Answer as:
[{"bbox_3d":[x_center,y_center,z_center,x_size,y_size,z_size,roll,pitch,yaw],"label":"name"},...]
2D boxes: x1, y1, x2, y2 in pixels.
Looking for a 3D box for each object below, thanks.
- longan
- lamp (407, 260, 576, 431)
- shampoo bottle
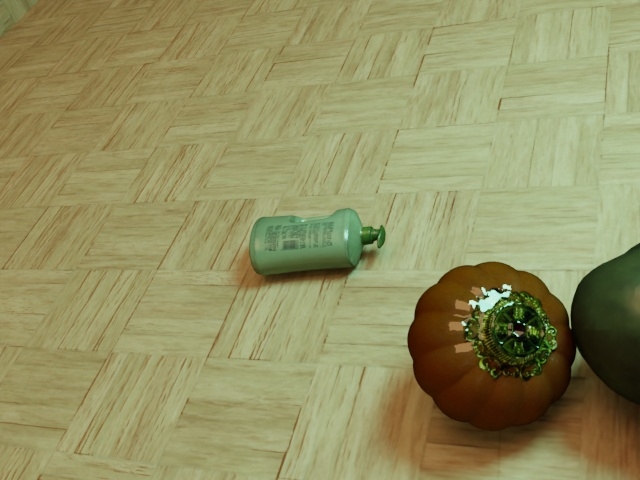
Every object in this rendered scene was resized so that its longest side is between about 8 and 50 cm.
[{"bbox_3d":[0.430,0.098,0.961,0.246,0.215,0.246,14,17,-4],"label":"longan"},{"bbox_3d":[0.224,0.137,1.032,0.223,0.196,0.223,3,71,-8],"label":"lamp"},{"bbox_3d":[0.000,0.000,1.369,0.234,0.087,0.118,-6,43,19],"label":"shampoo bottle"}]
